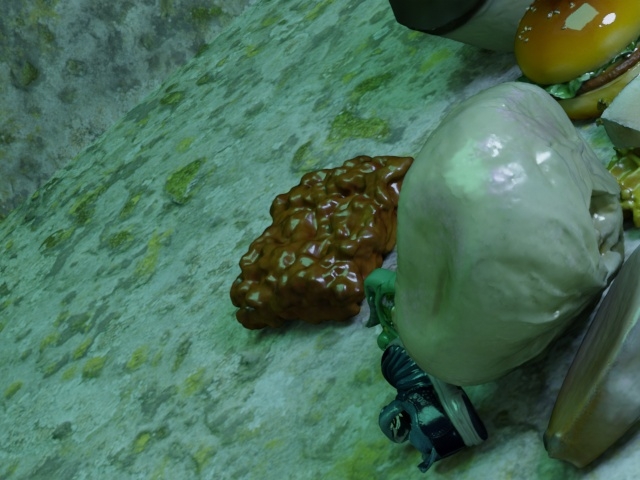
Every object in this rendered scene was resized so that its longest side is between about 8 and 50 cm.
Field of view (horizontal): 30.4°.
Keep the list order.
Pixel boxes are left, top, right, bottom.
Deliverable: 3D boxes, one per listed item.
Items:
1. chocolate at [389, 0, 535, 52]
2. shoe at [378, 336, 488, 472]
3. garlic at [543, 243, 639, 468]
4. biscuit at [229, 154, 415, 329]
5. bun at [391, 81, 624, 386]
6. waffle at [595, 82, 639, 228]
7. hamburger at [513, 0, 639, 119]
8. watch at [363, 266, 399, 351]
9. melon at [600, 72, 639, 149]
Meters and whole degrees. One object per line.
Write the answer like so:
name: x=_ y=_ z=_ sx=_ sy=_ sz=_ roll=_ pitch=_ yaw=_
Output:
chocolate: x=0.300 y=-0.476 z=1.978 sx=0.314 sy=0.297 sz=0.326 roll=-48 pitch=50 yaw=39
shoe: x=0.114 y=0.193 z=1.402 sx=0.106 sy=0.091 sz=0.207 roll=-34 pitch=29 yaw=-1
garlic: x=0.332 y=0.103 z=1.238 sx=0.318 sy=0.112 sz=0.143 roll=-51 pitch=1 yaw=-10
biscuit: x=0.000 y=0.000 z=1.840 sx=0.318 sy=0.110 sz=0.312 roll=-12 pitch=39 yaw=44
bun: x=0.225 y=0.001 z=1.307 sx=0.213 sy=0.361 sz=0.361 roll=17 pitch=56 yaw=29
waffle: x=0.423 y=-0.121 z=1.524 sx=0.260 sy=0.069 sz=0.293 roll=-8 pitch=41 yaw=48
hamburger: x=0.390 y=-0.301 z=1.736 sx=0.246 sy=0.170 sz=0.246 roll=-29 pitch=27 yaw=16
watch: x=0.142 y=0.071 z=1.518 sx=0.131 sy=0.165 sz=0.152 roll=17 pitch=42 yaw=35
melon: x=0.440 y=-0.190 z=1.486 sx=0.098 sy=0.054 sz=0.182 roll=11 pitch=55 yaw=46
